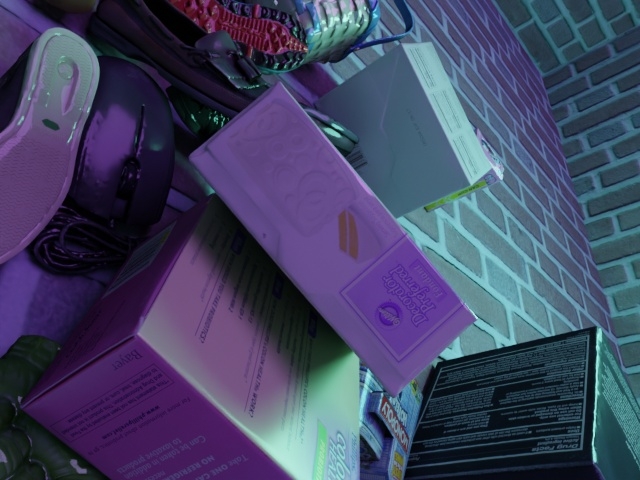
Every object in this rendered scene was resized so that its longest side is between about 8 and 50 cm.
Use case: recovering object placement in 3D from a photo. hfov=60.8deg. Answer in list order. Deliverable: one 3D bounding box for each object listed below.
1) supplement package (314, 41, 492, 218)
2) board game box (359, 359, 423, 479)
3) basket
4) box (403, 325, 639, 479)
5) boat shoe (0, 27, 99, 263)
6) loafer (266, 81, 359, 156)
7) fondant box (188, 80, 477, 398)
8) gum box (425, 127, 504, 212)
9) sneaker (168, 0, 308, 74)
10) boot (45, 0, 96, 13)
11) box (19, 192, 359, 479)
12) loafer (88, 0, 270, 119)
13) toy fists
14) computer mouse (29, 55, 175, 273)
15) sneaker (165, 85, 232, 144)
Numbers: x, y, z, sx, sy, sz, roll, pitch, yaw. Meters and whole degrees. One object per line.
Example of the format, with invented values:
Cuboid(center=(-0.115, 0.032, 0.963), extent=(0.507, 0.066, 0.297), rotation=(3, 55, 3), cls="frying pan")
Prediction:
Cuboid(center=(0.153, -0.194, 1.007), extent=(0.145, 0.204, 0.262), rotation=(-31, 96, -53), cls="supplement package")
Cuboid(center=(0.076, 0.246, 0.729), extent=(0.194, 0.060, 0.194), rotation=(63, 33, -41), cls="board game box")
Cuboid(center=(0.013, -0.446, 0.950), extent=(0.289, 0.201, 0.255), rotation=(-28, 94, -24), cls="basket")
Cuboid(center=(0.301, 0.310, 0.822), extent=(0.183, 0.296, 0.294), rotation=(60, 36, -9), cls="box")
Cuboid(center=(-0.275, -0.082, 0.495), extent=(0.084, 0.079, 0.233), rotation=(39, 56, -49), cls="boat shoe")
Cuboid(center=(-0.060, -0.173, 0.833), extent=(0.109, 0.095, 0.302), rotation=(34, 12, 39), cls="loafer")
Cuboid(center=(0.000, 0.000, 0.563), extent=(0.238, 0.096, 0.330), rotation=(50, -2, -3), cls="fondant box")
Cuboid(center=(0.287, -0.150, 1.173), extent=(0.107, 0.188, 0.062), rotation=(49, 37, -21), cls="gum box")
Cuboid(center=(-0.156, -0.291, 0.766), extent=(0.261, 0.125, 0.104), rotation=(19, 85, -22), cls="sneaker")
Cuboid(center=(-0.351, -0.387, 0.567), extent=(0.295, 0.104, 0.211), rotation=(29, 42, -45), cls="boot")
Cuboid(center=(-0.079, 0.118, 0.476), extent=(0.243, 0.117, 0.214), rotation=(50, 20, -21), cls="box")
Cuboid(center=(-0.146, -0.220, 0.626), extent=(0.267, 0.084, 0.096), rotation=(31, 23, 7), cls="loafer")
Cuboid(center=(-0.181, 0.207, 0.421), extent=(0.279, 0.096, 0.142), rotation=(53, 37, -20), cls="toy fists")
Cuboid(center=(-0.205, -0.094, 0.591), extent=(0.188, 0.072, 0.272), rotation=(13, 60, -48), cls="computer mouse")
Cuboid(center=(-0.117, -0.151, 0.701), extent=(0.051, 0.089, 0.170), rotation=(59, 1, 41), cls="sneaker")
